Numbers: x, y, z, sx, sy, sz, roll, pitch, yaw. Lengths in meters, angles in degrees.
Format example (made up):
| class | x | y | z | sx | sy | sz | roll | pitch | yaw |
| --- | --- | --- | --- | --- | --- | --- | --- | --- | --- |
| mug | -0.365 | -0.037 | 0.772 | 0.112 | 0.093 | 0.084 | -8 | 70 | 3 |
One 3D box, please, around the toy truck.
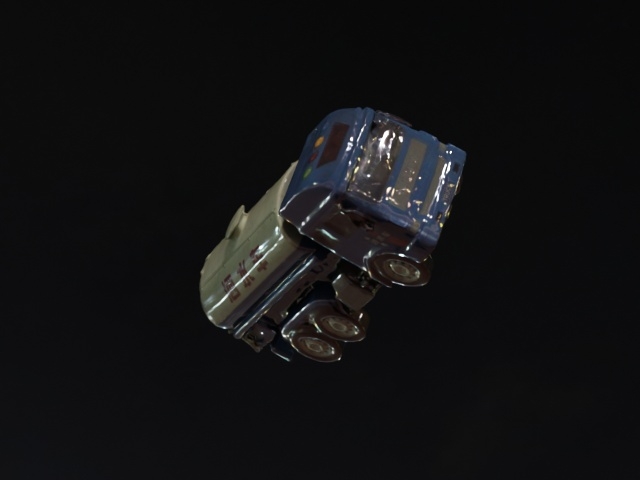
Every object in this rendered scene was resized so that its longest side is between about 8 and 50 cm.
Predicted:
| class | x | y | z | sx | sy | sz | roll | pitch | yaw |
| --- | --- | --- | --- | --- | --- | --- | --- | --- | --- |
| toy truck | 0.000 | 0.000 | 0.945 | 0.088 | 0.074 | 0.201 | 29 | -31 | -11 |
